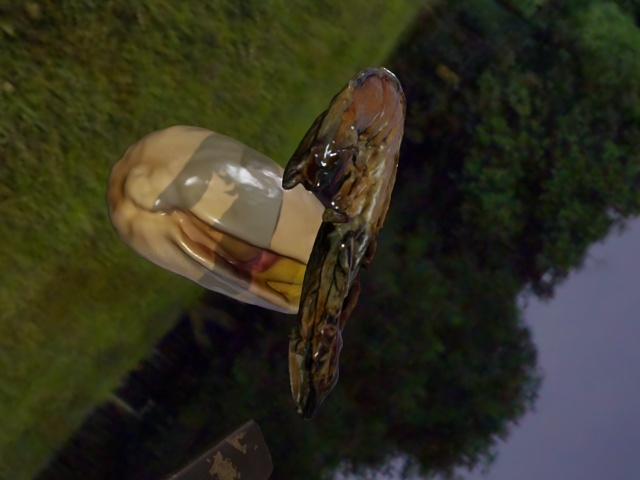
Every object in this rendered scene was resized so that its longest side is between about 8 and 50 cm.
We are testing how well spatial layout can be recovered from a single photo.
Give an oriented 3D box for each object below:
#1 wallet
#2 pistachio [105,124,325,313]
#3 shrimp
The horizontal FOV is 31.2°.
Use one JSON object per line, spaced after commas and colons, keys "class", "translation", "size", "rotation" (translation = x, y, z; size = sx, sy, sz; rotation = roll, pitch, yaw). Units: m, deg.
{"class": "wallet", "translation": [-0.116, 0.238, 1.093], "size": [0.157, 0.082, 0.018], "rotation": [-31, -148, -24]}
{"class": "pistachio", "translation": [-0.073, -0.021, 0.915], "size": [0.117, 0.201, 0.145], "rotation": [-60, -154, 15]}
{"class": "shrimp", "translation": [0.003, 0.001, 0.595], "size": [0.148, 0.035, 0.195], "rotation": [21, 86, -78]}
